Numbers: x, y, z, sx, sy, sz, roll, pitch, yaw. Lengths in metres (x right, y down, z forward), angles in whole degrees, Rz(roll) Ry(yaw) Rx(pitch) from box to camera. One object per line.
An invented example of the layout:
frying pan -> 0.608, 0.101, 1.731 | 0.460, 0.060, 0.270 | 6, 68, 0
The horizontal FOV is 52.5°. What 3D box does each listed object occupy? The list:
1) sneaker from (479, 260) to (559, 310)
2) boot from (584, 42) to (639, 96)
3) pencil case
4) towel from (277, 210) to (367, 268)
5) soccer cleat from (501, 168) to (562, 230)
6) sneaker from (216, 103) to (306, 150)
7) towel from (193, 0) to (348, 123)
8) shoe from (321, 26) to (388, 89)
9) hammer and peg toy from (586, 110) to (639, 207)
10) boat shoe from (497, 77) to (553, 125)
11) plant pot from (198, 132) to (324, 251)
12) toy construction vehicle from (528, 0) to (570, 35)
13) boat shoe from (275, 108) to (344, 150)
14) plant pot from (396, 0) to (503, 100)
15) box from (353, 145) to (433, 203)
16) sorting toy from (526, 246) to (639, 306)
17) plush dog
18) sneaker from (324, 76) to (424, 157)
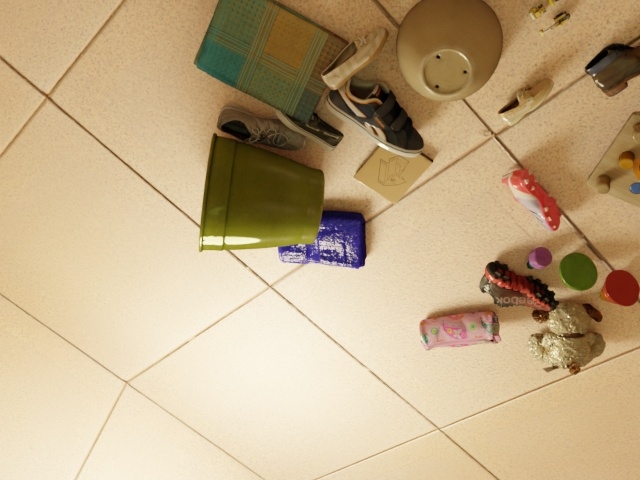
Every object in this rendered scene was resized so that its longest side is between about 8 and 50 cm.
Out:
sneaker -> 0.656, 0.175, 2.180 | 0.276, 0.097, 0.135 | 24, 128, -4
boot -> 0.786, -0.471, 1.654 | 0.106, 0.082, 0.219 | 31, 130, -15
pencil case -> 0.499, 0.325, 2.319 | 0.284, 0.124, 0.124 | -9, 125, 20
towel -> 0.000, 0.000, 2.206 | 0.308, 0.076, 0.227 | 3, 129, 11
soccer cleat -> 0.646, -0.121, 1.974 | 0.248, 0.083, 0.095 | 45, 153, -27
sneaker -> -0.184, -0.321, 1.971 | 0.281, 0.115, 0.105 | 15, 129, 1
towel -> -0.142, -0.524, 1.819 | 0.370, 0.040, 0.271 | 26, 115, -9
shoe -> 0.093, -0.501, 1.764 | 0.219, 0.076, 0.058 | -42, 128, 15
hammer and peg toy -> 0.956, -0.174, 1.777 | 0.361, 0.127, 0.266 | 25, 133, 6
boat shoe -> 0.560, -0.386, 1.784 | 0.059, 0.063, 0.170 | 31, 129, -19
plant pot -> -0.176, -0.126, 2.007 | 0.353, 0.366, 0.366 | 7, 130, -8
toy construction vehicle -> 0.587, -0.578, 1.645 | 0.098, 0.035, 0.086 | -27, 117, 29
boat shoe -> -0.031, -0.353, 1.942 | 0.219, 0.077, 0.070 | 29, 129, -20
plant pot -> 0.330, -0.474, 1.687 | 0.284, 0.191, 0.284 | 7, 129, 9
box -> 0.225, -0.221, 2.017 | 0.164, 0.021, 0.201 | 32, 127, -12
sorting toy -> 0.838, 0.126, 2.119 | 0.366, 0.127, 0.126 | 21, 159, 0
plush dog -> 0.841, 0.317, 2.211 | 0.263, 0.210, 0.225 | -5, 100, 14
sneaker -> 0.175, -0.360, 1.853 | 0.321, 0.126, 0.127 | 29, 134, -8
